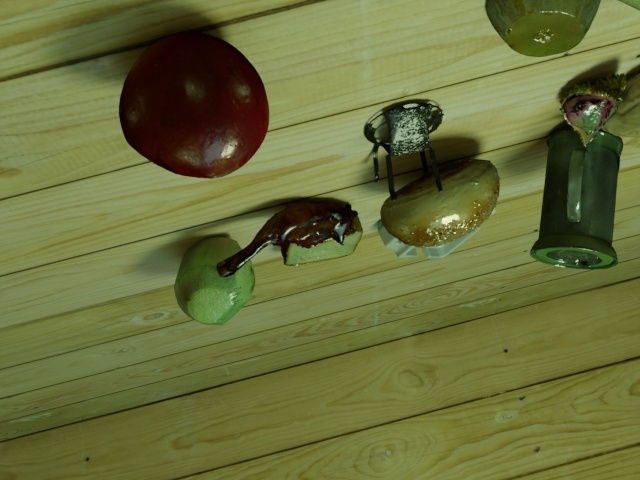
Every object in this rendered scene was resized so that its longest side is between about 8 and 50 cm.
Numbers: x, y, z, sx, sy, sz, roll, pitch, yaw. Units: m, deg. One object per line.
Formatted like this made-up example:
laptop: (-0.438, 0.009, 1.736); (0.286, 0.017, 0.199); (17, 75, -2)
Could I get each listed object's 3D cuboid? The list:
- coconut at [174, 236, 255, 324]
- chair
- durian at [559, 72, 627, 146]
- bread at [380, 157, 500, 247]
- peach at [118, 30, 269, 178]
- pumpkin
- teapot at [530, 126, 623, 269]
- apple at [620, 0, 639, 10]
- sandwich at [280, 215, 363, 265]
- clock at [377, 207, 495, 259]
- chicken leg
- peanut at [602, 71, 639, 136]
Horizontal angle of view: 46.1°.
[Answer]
coconut: (-0.271, 0.103, 1.951); (0.205, 0.235, 0.236); (-5, 160, 9)
chair: (0.184, -0.208, 1.635); (0.174, 0.149, 0.213); (-10, 117, -5)
durian: (0.590, -0.315, 1.652); (0.108, 0.119, 0.186); (23, 154, 6)
bread: (0.296, -0.084, 1.798); (0.306, 0.158, 0.305); (-26, -174, 3)
peach: (-0.199, -0.207, 1.182); (0.244, 0.243, 0.199); (-12, 153, -6)
pumpkin: (0.398, -0.393, 1.289); (0.217, 0.110, 0.217); (-10, 164, -3)
teapot: (0.617, -0.121, 1.801); (0.200, 0.336, 0.270); (4, 165, 25)
apple: (0.440, -0.448, 1.071); (0.254, 0.179, 0.346); (-15, 165, 38)
sandwich: (0.000, 0.000, 2.062); (0.215, 0.065, 0.186); (-11, 159, -10)
clock: (0.331, -0.042, 2.108); (0.262, 0.116, 0.231); (2, 153, -39)
chicken leg: (-0.080, -0.019, 1.864); (0.407, 0.096, 0.158); (-23, 140, -27)
peanut: (0.775, -0.326, 1.657); (0.325, 0.140, 0.153); (-26, 173, 31)
